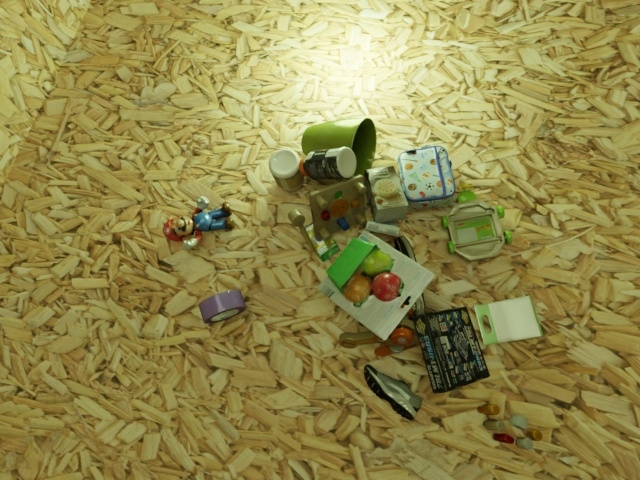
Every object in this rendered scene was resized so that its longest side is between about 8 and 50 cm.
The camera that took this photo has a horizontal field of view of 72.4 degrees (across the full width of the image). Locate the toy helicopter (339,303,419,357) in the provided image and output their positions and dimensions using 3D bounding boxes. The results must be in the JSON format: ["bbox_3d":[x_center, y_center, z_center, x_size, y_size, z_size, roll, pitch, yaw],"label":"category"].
[{"bbox_3d":[0.248,0.399,1.796,0.355,0.235,0.140,-14,44,25],"label":"toy helicopter"}]

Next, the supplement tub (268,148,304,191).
[{"bbox_3d":[-0.151,-0.319,2.023,0.145,0.199,0.144,-2,74,6],"label":"supplement tub"}]

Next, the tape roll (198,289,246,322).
[{"bbox_3d":[-0.422,0.287,1.890,0.189,0.189,0.080,-22,74,0],"label":"tape roll"}]

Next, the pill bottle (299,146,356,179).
[{"bbox_3d":[0.021,-0.324,1.869,0.246,0.130,0.130,4,72,42],"label":"pill bottle"}]

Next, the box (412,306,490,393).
[{"bbox_3d":[0.513,0.418,1.712,0.073,0.294,0.295,-30,67,45],"label":"box"}]

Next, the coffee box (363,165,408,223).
[{"bbox_3d":[0.284,-0.207,1.945,0.141,0.098,0.246,-8,54,-6],"label":"coffee box"}]

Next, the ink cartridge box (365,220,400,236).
[{"bbox_3d":[0.273,-0.044,1.910,0.146,0.179,0.045,13,87,10],"label":"ink cartridge box"}]

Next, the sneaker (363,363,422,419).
[{"bbox_3d":[0.289,0.599,1.776,0.272,0.100,0.108,38,58,18],"label":"sneaker"}]

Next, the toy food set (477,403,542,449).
[{"bbox_3d":[0.723,0.728,1.694,0.232,0.104,0.111,28,65,-5],"label":"toy food set"}]

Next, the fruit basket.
[{"bbox_3d":[0.216,0.168,1.748,0.353,0.165,0.327,35,79,20],"label":"fruit basket"}]

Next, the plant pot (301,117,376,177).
[{"bbox_3d":[0.071,-0.441,2.022,0.294,0.275,0.274,14,76,27],"label":"plant pot"}]

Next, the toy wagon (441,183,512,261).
[{"bbox_3d":[0.673,-0.083,1.928,0.268,0.068,0.344,-10,73,4],"label":"toy wagon"}]

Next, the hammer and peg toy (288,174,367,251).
[{"bbox_3d":[0.031,-0.121,1.894,0.362,0.265,0.127,-23,46,-15],"label":"hammer and peg toy"}]

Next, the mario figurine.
[{"bbox_3d":[-0.569,-0.081,2.017,0.321,0.170,0.198,-16,38,-6],"label":"mario figurine"}]

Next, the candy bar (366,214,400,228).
[{"bbox_3d":[0.285,-0.081,1.998,0.162,0.018,0.040,13,76,11],"label":"candy bar"}]

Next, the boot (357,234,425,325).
[{"bbox_3d":[0.277,0.179,1.870,0.285,0.138,0.377,-11,79,4],"label":"boot"}]

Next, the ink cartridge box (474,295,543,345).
[{"bbox_3d":[0.768,0.332,1.805,0.235,0.056,0.171,-12,73,7],"label":"ink cartridge box"}]

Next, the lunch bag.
[{"bbox_3d":[0.477,-0.290,1.962,0.243,0.115,0.303,-7,62,9],"label":"lunch bag"}]

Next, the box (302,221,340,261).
[{"bbox_3d":[0.000,0.000,1.997,0.105,0.043,0.179,-36,75,-4],"label":"box"}]
